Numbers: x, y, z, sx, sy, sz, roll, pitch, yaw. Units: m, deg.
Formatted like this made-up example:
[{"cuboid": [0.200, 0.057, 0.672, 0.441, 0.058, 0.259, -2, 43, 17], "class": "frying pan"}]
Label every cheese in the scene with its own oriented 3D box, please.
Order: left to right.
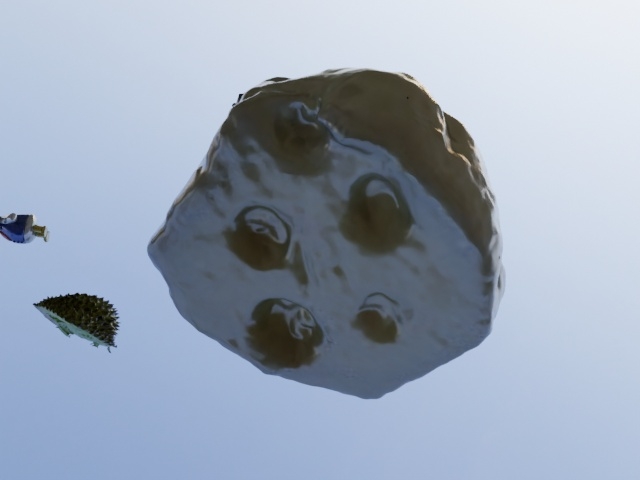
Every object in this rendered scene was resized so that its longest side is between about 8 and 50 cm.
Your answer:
[{"cuboid": [0.000, 0.000, 0.609, 0.326, 0.318, 0.115, 5, -144, 15], "class": "cheese"}]

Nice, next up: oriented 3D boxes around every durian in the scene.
[{"cuboid": [-0.447, 0.161, 1.316, 0.100, 0.215, 0.086, -16, -130, 27], "class": "durian"}]

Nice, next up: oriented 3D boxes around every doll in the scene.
[{"cuboid": [-0.554, -0.026, 1.198, 0.142, 0.099, 0.058, 11, -116, -10], "class": "doll"}]
